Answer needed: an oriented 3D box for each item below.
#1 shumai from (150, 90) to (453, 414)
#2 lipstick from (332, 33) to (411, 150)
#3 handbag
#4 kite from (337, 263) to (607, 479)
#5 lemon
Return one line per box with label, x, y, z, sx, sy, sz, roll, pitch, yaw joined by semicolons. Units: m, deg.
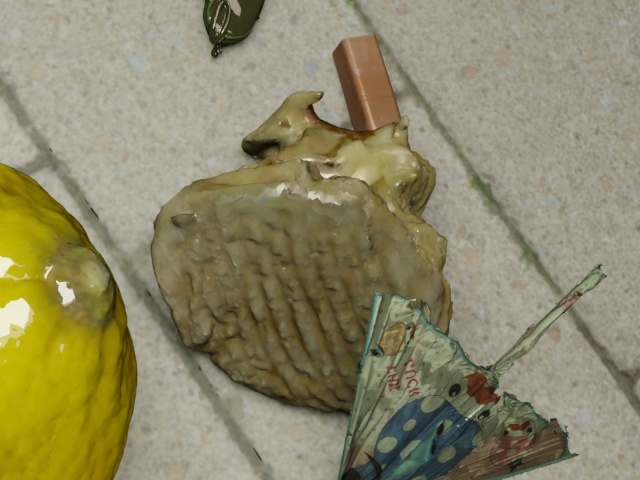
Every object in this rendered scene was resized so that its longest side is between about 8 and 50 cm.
shumai;0.000;0.000;1.056;0.314;0.267;0.262;54;28;-27
lipstick;0.056;-0.149;1.173;0.045;0.045;0.145;-11;78;-20
handbag;-0.097;-0.250;1.150;0.072;0.047;0.111;24;66;-17
kite;0.136;0.155;1.023;0.368;0.014;0.406;-45;133;5
lemon;-0.303;0.098;0.786;0.350;0.387;0.350;43;28;-29
